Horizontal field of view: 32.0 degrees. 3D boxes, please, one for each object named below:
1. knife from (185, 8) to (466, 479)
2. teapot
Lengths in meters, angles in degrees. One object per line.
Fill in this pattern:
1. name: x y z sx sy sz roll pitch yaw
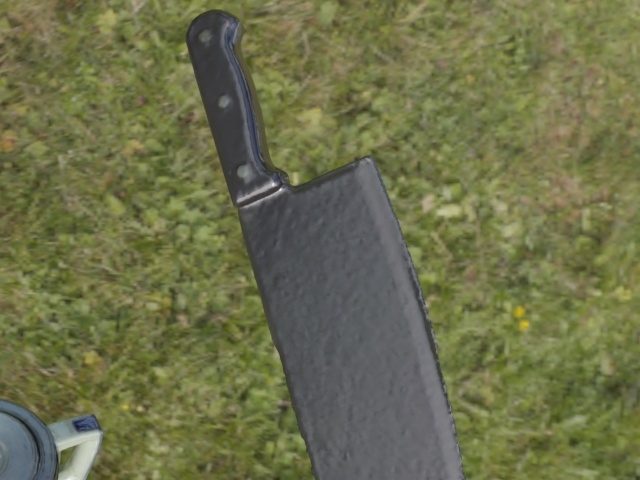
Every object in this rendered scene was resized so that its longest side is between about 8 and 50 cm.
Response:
1. knife: 0.000 0.000 0.478 0.019 0.072 0.245 19 49 -65
2. teapot: -0.141 0.107 0.503 0.088 0.057 0.066 -20 59 -24
